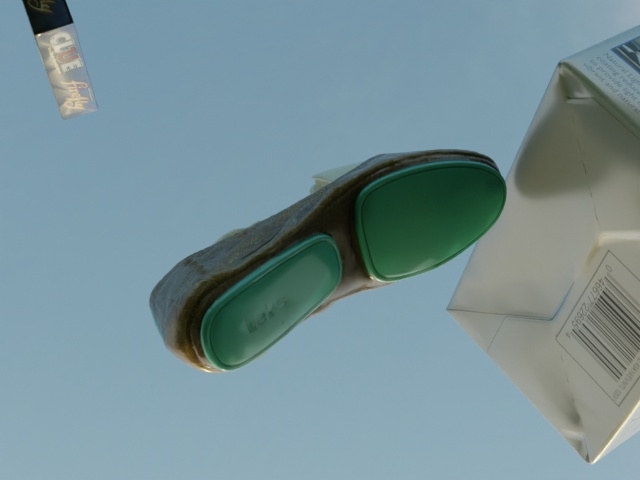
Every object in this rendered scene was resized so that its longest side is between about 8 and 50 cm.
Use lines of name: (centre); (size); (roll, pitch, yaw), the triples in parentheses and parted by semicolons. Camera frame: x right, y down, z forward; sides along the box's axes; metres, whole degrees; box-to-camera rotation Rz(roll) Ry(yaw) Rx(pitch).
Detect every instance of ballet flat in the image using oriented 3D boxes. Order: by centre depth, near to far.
ballet flat: (0.000, 0.000, 1.021); (0.342, 0.124, 0.116); (-31, -57, -28)

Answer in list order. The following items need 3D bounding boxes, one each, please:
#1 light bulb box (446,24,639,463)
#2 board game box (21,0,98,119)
light bulb box: (0.359, -0.033, 1.152); (0.225, 0.361, 0.358); (49, -33, 24)
board game box: (-0.299, -0.271, 1.283); (0.042, 0.165, 0.243); (-19, -113, -9)
